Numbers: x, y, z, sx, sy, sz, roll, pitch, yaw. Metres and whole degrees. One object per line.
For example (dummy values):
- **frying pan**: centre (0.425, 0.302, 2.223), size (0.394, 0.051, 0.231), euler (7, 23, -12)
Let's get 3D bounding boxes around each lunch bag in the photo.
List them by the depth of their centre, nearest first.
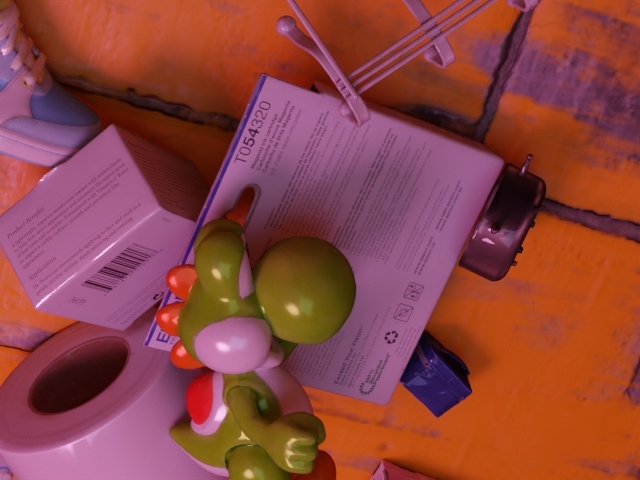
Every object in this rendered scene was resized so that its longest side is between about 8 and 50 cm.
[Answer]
- **lunch bag**: centre (0.143, 0.163, 1.765), size (0.065, 0.067, 0.098), euler (-39, 117, 14)

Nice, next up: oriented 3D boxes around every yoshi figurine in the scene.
- **yoshi figurine**: centre (-0.031, 0.142, 1.498), size (0.203, 0.204, 0.362), euler (-28, 122, -33)

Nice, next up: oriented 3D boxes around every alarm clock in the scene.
- **alarm clock**: centre (0.205, -0.011, 1.640), size (0.064, 0.129, 0.192), euler (27, 157, 3)

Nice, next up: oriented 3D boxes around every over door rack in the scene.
- **over door rack**: centre (0.041, -0.313, 1.449), size (0.239, 0.108, 0.324), euler (-35, 105, -9)

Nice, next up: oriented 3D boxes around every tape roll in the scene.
- **tape roll**: centre (-0.234, 0.213, 1.644), size (0.246, 0.246, 0.169), euler (-25, 119, 7)

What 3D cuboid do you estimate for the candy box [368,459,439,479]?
- **candy box**: centre (0.110, 0.402, 1.889), size (0.165, 0.070, 0.196), euler (23, 114, -18)

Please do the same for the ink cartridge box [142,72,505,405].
- **ink cartridge box**: centre (0.000, 0.000, 1.589), size (0.330, 0.071, 0.324), euler (18, 105, -30)

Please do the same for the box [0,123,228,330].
- **box**: centre (-0.218, -0.009, 1.549), size (0.181, 0.119, 0.182), euler (-37, 157, 13)

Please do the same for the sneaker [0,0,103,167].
- **sneaker**: centre (-0.326, -0.218, 1.467), size (0.319, 0.127, 0.208), euler (29, 112, -21)

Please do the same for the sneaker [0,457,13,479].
- **sneaker**: centre (-0.479, 0.251, 1.738), size (0.237, 0.086, 0.085), euler (1, 153, 4)
